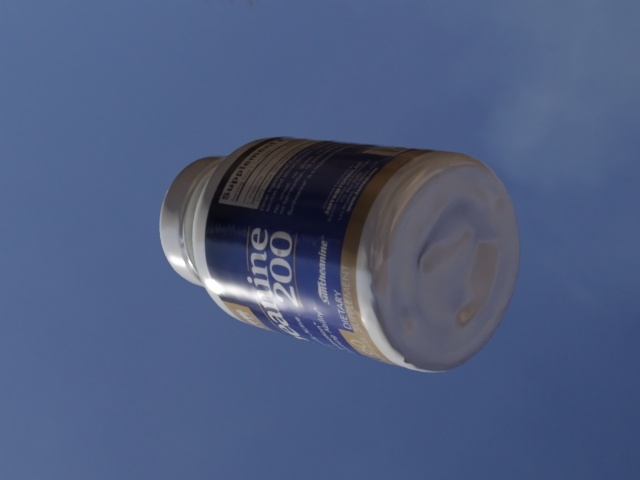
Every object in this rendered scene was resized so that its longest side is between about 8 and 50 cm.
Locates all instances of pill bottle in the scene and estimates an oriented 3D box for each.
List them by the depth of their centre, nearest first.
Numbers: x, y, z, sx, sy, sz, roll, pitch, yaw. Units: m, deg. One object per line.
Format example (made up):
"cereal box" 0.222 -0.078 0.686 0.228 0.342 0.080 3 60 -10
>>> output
"pill bottle" 0.000 0.000 0.368 0.067 0.067 0.120 -26 -156 -37
